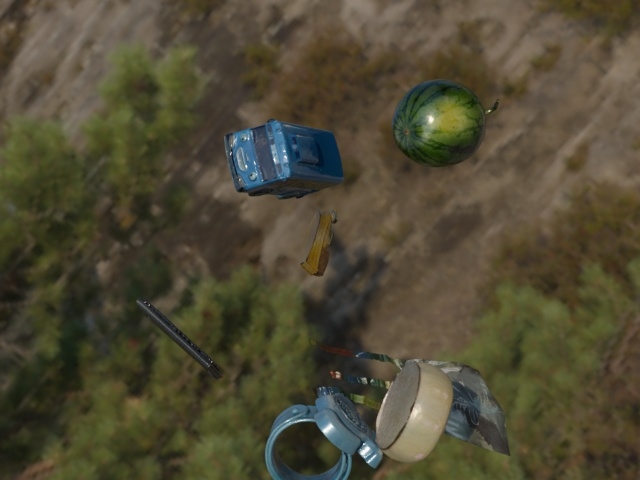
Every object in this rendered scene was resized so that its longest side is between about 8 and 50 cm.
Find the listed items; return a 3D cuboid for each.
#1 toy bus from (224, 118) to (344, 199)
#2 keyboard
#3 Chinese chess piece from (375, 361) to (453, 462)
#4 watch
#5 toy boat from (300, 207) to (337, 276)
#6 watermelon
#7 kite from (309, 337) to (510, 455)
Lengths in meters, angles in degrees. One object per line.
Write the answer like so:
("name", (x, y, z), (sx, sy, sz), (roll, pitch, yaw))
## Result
("toy bus", (-0.048, -0.113, 1.820), (0.106, 0.090, 0.185), (-15, -7, 25))
("keyboard", (-0.286, 0.199, 2.649), (0.025, 0.230, 0.093), (-46, -26, -11))
("Chinese chess piece", (0.112, 0.205, 1.555), (0.122, 0.051, 0.122), (-157, 90, -79))
("watch", (-0.002, 0.403, 2.514), (0.193, 0.211, 0.211), (-42, 9, 11))
("toy boat", (0.000, 0.000, 2.381), (0.047, 0.049, 0.149), (-30, 35, 47))
("watermelon", (0.202, -0.184, 2.043), (0.187, 0.140, 0.141), (-10, -19, -35))
("kite", (0.120, 0.197, 1.771), (0.015, 0.310, 0.169), (-57, 24, 31))
